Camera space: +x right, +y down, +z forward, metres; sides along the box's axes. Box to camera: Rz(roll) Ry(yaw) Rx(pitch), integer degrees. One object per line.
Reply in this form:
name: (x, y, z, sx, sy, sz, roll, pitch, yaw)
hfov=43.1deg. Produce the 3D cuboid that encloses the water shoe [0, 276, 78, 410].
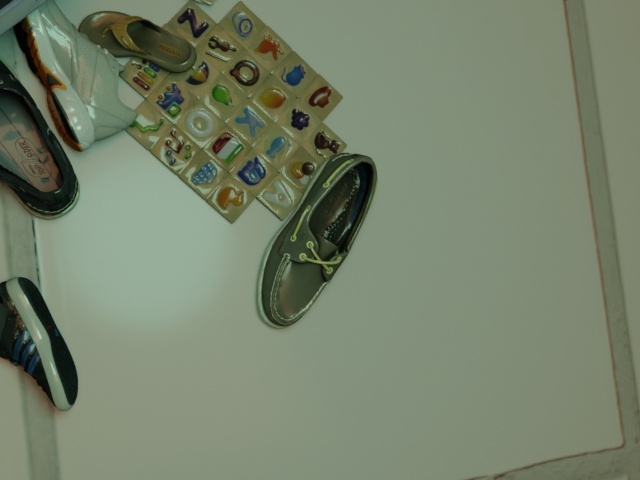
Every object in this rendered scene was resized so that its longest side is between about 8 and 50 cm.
water shoe: (-0.412, 0.154, 1.152, 0.080, 0.073, 0.203, -23, 89, 4)

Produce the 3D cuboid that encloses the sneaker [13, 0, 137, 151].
sneaker: (-0.359, -0.268, 1.188, 0.121, 0.099, 0.262, -25, 100, -27)

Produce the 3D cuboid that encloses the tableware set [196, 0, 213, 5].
tableware set: (-0.189, -0.464, 1.281, 0.141, 0.020, 0.168, 37, 74, -9)

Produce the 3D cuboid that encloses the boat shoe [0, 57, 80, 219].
boat shoe: (-0.462, -0.178, 1.128, 0.127, 0.113, 0.340, -34, 96, -16)

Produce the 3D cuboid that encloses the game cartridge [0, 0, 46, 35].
game cartridge: (-0.505, -0.335, 1.093, 0.355, 0.068, 0.230, -44, 56, -16)

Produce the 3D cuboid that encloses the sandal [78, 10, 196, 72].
sandal: (-0.274, -0.306, 1.222, 0.180, 0.049, 0.072, 18, 75, -2)

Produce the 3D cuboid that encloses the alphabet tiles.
alphabet tiles: (-0.133, -0.206, 1.288, 0.342, 0.011, 0.285, 42, 75, -10)

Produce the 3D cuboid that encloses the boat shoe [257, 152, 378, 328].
boat shoe: (-0.004, -0.002, 1.266, 0.109, 0.091, 0.305, 30, 79, -21)
